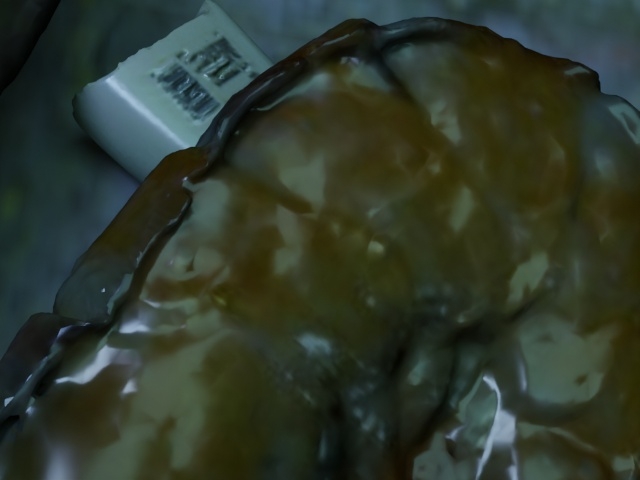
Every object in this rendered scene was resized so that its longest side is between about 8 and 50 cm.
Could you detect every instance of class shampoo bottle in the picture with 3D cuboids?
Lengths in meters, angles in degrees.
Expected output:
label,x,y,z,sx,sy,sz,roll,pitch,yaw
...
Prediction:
label,x,y,z,sx,sy,sz,roll,pitch,yaw
shampoo bottle,0.000,0.000,0.462,0.141,0.034,0.049,46,55,11

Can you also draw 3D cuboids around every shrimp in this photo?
label,x,y,z,sx,sy,sz,roll,pitch,yaw
shrimp,-0.015,0.086,0.386,0.164,0.062,0.317,40,69,-3

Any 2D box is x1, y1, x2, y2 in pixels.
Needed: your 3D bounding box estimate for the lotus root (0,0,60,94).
label,x,y,z,sx,sy,sz,roll,pitch,yaw
lotus root,-0.179,-0.095,0.420,0.210,0.142,0.314,51,49,-27
